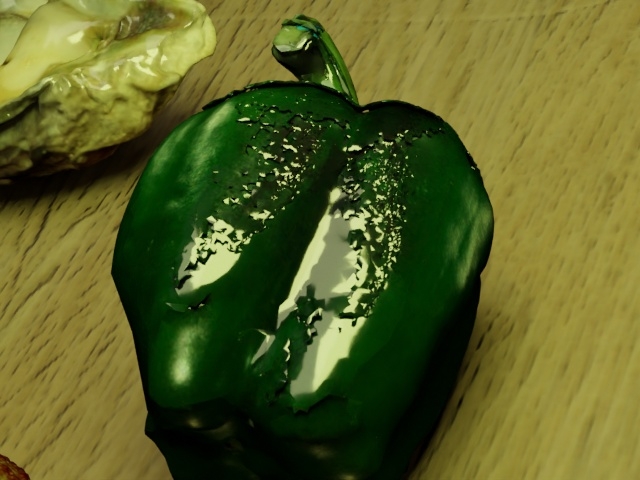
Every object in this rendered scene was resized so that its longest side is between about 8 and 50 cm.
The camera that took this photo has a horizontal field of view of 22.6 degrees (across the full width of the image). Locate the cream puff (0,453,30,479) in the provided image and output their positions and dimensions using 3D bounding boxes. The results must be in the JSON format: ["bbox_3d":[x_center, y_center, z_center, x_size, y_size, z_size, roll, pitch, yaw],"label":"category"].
[{"bbox_3d":[-0.204,0.151,0.763,0.149,0.084,0.149,-17,38,14],"label":"cream puff"}]

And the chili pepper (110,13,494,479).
[{"bbox_3d":[0.000,0.000,0.757,0.165,0.174,0.261,1,49,24],"label":"chili pepper"}]

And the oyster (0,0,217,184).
[{"bbox_3d":[-0.207,-0.099,1.058,0.275,0.100,0.271,-38,35,2],"label":"oyster"}]
